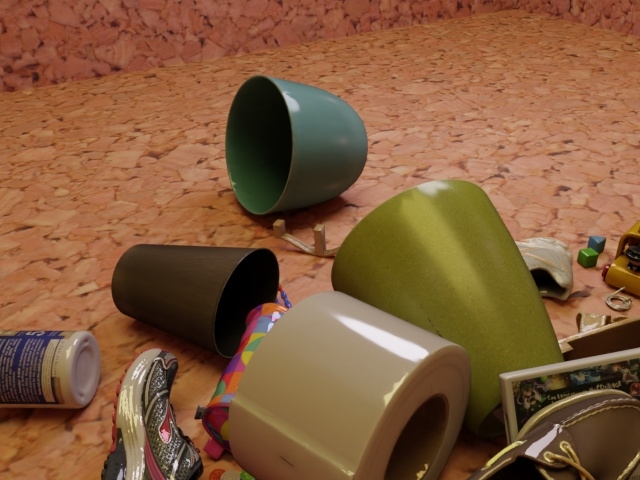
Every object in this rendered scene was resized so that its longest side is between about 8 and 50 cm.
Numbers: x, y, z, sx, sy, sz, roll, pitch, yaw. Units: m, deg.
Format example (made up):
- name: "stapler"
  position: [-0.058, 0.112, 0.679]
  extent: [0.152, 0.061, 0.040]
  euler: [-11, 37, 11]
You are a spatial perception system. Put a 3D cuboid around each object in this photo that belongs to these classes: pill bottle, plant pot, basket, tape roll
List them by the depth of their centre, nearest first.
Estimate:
- name: "tape roll"
  position: [0.040, 0.199, 0.726]
  extent: [0.169, 0.246, 0.246]
  euler: [22, 39, 34]
- name: "plant pot"
  position: [0.197, 0.112, 0.883]
  extent: [0.275, 0.274, 0.293]
  euler: [-14, 49, -18]
- name: "pill bottle"
  position: [-0.427, 0.185, 0.913]
  extent: [0.187, 0.111, 0.112]
  euler: [0, 31, 3]
- name: "basket"
  position: [-0.214, 0.083, 1.041]
  extent: [0.227, 0.154, 0.204]
  euler: [7, 38, 24]
- name: "plant pot"
  position: [-0.041, -0.207, 1.397]
  extent: [0.235, 0.292, 0.293]
  euler: [-5, 27, -35]

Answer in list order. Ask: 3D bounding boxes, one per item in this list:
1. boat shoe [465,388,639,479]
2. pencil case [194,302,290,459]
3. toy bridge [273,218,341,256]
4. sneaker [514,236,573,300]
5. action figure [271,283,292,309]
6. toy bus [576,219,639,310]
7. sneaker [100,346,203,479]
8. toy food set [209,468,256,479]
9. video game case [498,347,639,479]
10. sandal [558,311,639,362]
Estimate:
- name: "boat shoe"
  position: [0.225, 0.260, 0.659]
  extent: [0.325, 0.096, 0.116]
  euler: [-27, 78, -10]
- name: "pencil case"
  position: [-0.092, 0.190, 0.896]
  extent: [0.105, 0.104, 0.236]
  euler: [5, 31, 12]
- name: "toy bridge"
  position: [0.000, 0.000, 1.240]
  extent: [0.188, 0.063, 0.026]
  euler: [7, 32, 19]
- name: "sneaker"
  position: [0.313, 0.048, 1.109]
  extent: [0.263, 0.099, 0.121]
  euler: [2, 35, 10]
- name: "action figure"
  position: [-0.057, 0.119, 1.079]
  extent: [0.038, 0.030, 0.115]
  euler: [-20, 39, -17]
- name: "toy bus"
  position: [0.578, 0.020, 1.122]
  extent: [0.191, 0.104, 0.202]
  euler: [-3, 30, 1]
- name: "sneaker"
  position: [-0.198, 0.258, 0.779]
  extent: [0.112, 0.120, 0.299]
  euler: [0, 37, -9]
- name: "toy food set"
  position: [-0.110, 0.310, 0.767]
  extent: [0.083, 0.020, 0.082]
  euler: [-6, 31, -5]
- name: "video game case"
  position: [0.310, 0.226, 0.743]
  extent: [0.191, 0.173, 0.022]
  euler: [-8, 3, -9]
- name: "sandal"
  position: [0.400, 0.139, 0.952]
  extent: [0.240, 0.088, 0.079]
  euler: [-16, 39, -12]
